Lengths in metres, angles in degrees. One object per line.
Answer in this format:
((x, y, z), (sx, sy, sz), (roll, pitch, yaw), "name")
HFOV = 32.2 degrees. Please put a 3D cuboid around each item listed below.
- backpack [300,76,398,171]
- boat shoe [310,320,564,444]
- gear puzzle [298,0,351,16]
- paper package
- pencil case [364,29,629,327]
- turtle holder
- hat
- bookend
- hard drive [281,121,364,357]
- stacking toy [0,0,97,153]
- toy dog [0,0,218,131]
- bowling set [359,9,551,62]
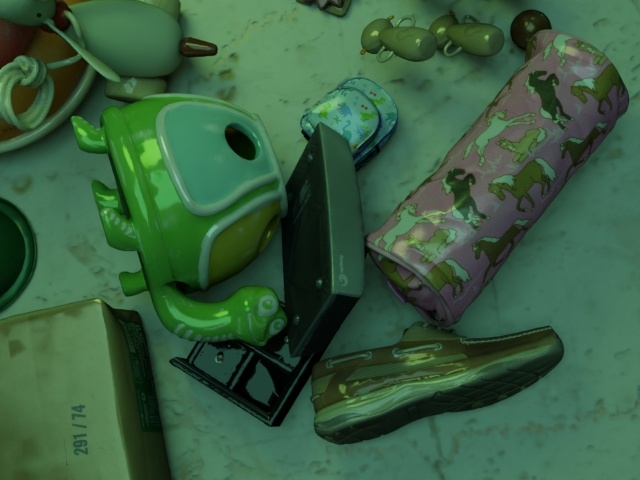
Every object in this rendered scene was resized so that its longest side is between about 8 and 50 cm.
((0.043, -0.155, 1.453), (0.114, 0.084, 0.105), (-42, 82, -4), "backpack")
((0.139, 0.153, 1.377), (0.324, 0.123, 0.116), (-15, 63, -2), "boat shoe")
((-0.088, -0.446, 1.535), (0.339, 0.044, 0.175), (23, 85, 10), "gear puzzle")
((-0.359, 0.264, 1.396), (0.310, 0.168, 0.324), (-13, 79, 4), "paper package")
((0.217, -0.081, 1.361), (0.167, 0.160, 0.386), (33, 78, 39), "pencil case")
((-0.156, -0.041, 1.371), (0.228, 0.243, 0.320), (-17, 45, -11), "turtle holder")
((-0.498, 0.018, 1.443), (0.208, 0.183, 0.173), (-42, 79, -1), "hat")
((-0.082, 0.134, 1.429), (0.156, 0.072, 0.157), (31, 86, 11), "bookend")
((0.000, 0.000, 1.364), (0.054, 0.172, 0.254), (9, 52, -18), "hard drive")
((-0.488, -0.317, 1.344), (0.351, 0.480, 0.350), (-1, 81, 6), "stacking toy")
((-0.255, -0.262, 1.395), (0.161, 0.334, 0.220), (4, 106, 28), "toy dog")
((0.190, -0.308, 1.450), (0.287, 0.200, 0.154), (-55, 37, -7), "bowling set")
